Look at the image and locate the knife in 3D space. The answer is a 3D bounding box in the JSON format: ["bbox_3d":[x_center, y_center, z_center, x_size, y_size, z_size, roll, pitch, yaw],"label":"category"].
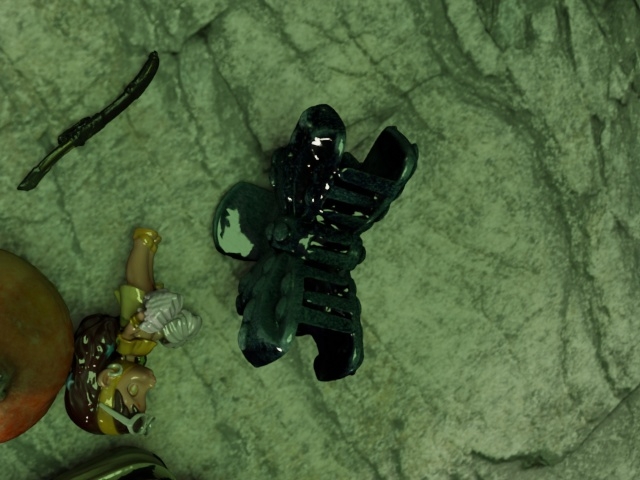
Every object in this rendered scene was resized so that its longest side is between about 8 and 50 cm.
[{"bbox_3d":[-0.263,-0.134,1.195,0.222,0.045,0.021,-45,72,-3],"label":"knife"}]

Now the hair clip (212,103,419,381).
[{"bbox_3d":[-0.003,0.003,1.215,0.195,0.206,0.310,18,89,-26],"label":"hair clip"}]

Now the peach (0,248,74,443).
[{"bbox_3d":[-0.364,0.117,1.101,0.233,0.232,0.232,-3,101,-18],"label":"peach"}]

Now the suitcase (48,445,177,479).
[{"bbox_3d":[-0.221,0.425,1.222,0.339,0.194,0.351,-24,107,-16],"label":"suitcase"}]

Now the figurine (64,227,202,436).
[{"bbox_3d":[-0.217,0.108,1.199,0.116,0.174,0.240,20,80,9],"label":"figurine"}]
